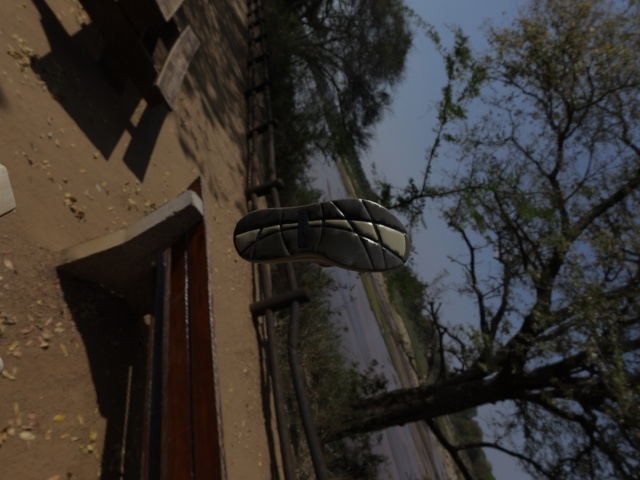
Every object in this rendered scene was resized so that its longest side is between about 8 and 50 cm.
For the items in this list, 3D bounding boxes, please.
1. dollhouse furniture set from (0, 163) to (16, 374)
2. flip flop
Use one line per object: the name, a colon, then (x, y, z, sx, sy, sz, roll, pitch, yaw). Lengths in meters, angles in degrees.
dollhouse furniture set: (-0.519, 0.118, 0.502, 0.362, 0.256, 0.394, -144, -132, -66)
flip flop: (0.000, 0.000, 0.638, 0.080, 0.277, 0.112, 47, 43, -70)
